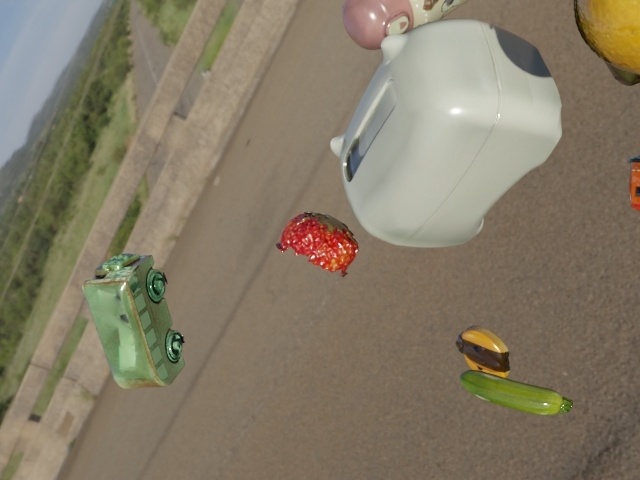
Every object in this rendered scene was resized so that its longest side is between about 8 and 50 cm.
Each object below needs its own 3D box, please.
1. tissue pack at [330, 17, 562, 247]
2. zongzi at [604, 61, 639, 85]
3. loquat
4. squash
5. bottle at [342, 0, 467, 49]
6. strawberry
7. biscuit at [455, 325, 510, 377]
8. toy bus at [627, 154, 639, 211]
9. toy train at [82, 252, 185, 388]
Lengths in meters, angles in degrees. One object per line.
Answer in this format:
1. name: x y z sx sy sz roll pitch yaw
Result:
1. tissue pack: 0.163 -0.146 0.983 0.333 0.235 0.230 120 151 -50
2. zongzi: 0.544 -0.407 0.983 0.289 0.154 0.318 -22 38 40
3. loquat: 0.259 -0.194 0.508 0.141 0.141 0.141 -48 28 36
4. squash: 0.438 0.349 1.533 0.258 0.069 0.069 11 73 26
5. bottle: 0.145 -0.372 0.991 0.253 0.120 0.120 -39 18 -15
6. strawberry: 0.000 0.000 1.197 0.086 0.145 0.145 -65 22 18
7. biscuit: 0.418 0.298 1.766 0.050 0.170 0.170 -35 9 -27
8. toy bus: 0.687 -0.091 1.283 0.121 0.265 0.120 8 89 47
9. toy train: -0.399 0.191 1.476 0.129 0.327 0.159 -5 20 19
